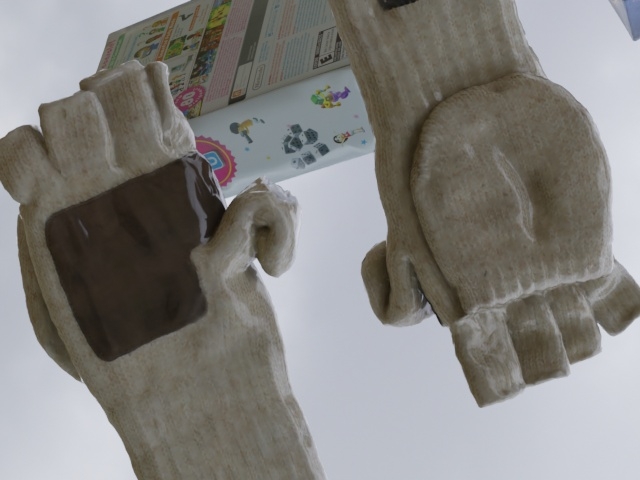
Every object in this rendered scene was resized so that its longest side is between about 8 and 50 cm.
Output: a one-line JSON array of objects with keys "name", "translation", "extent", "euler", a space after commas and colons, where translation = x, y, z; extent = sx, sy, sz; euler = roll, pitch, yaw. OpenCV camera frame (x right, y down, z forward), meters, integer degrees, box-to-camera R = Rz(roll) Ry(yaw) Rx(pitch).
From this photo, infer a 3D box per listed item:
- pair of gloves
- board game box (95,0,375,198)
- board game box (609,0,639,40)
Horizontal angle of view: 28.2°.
[{"name": "pair of gloves", "translation": [0.000, 0.000, 0.522], "extent": [0.240, 0.204, 0.042], "euler": [-28, -174, -2]}, {"name": "board game box", "translation": [-0.075, -0.146, 1.180], "extent": [0.303, 0.097, 0.224], "euler": [-16, -142, 22]}, {"name": "board game box", "translation": [0.247, -0.231, 0.700], "extent": [0.243, 0.042, 0.165], "euler": [-26, -123, 7]}]
